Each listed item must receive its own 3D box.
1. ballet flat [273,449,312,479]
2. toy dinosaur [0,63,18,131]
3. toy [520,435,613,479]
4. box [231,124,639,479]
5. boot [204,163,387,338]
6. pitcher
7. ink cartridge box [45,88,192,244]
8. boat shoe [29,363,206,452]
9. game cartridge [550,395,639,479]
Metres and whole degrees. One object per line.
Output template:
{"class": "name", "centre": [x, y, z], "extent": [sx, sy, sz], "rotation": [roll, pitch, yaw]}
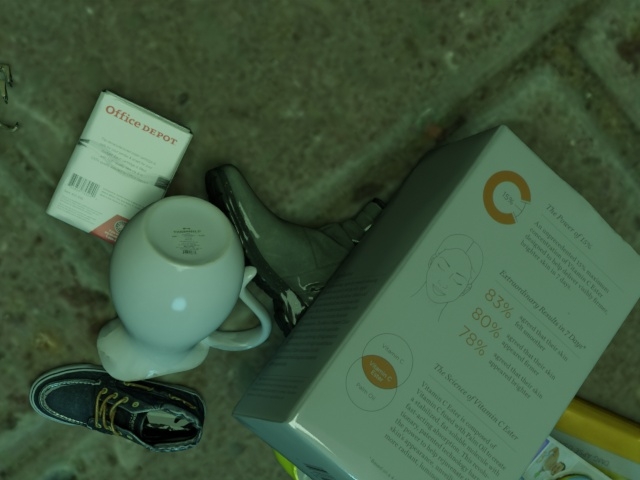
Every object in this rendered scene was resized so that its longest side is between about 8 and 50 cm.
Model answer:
{"class": "ballet flat", "centre": [0.041, 0.263, 1.273], "extent": [0.231, 0.077, 0.077], "rotation": [40, 99, 5]}
{"class": "toy dinosaur", "centre": [-0.350, -0.146, 1.204], "extent": [0.092, 0.053, 0.183], "rotation": [-8, 100, -3]}
{"class": "toy", "centre": [0.236, 0.286, 1.240], "extent": [0.137, 0.056, 0.237], "rotation": [-50, 129, 4]}
{"class": "box", "centre": [0.117, 0.096, 1.175], "extent": [0.215, 0.168, 0.345], "rotation": [42, 73, -13]}
{"class": "boot", "centre": [0.000, 0.000, 1.266], "extent": [0.161, 0.083, 0.246], "rotation": [-33, 102, -12]}
{"class": "pitcher", "centre": [-0.120, 0.050, 1.201], "extent": [0.177, 0.125, 0.207], "rotation": [-3, 145, -19]}
{"class": "ink cartridge box", "centre": [-0.199, -0.071, 1.230], "extent": [0.099, 0.056, 0.135], "rotation": [26, 96, -10]}
{"class": "boat shoe", "centre": [-0.207, 0.170, 1.257], "extent": [0.183, 0.083, 0.065], "rotation": [7, 99, -7]}
{"class": "game cartridge", "centre": [0.261, 0.316, 1.349], "extent": [0.323, 0.053, 0.285], "rotation": [24, 96, -8]}
